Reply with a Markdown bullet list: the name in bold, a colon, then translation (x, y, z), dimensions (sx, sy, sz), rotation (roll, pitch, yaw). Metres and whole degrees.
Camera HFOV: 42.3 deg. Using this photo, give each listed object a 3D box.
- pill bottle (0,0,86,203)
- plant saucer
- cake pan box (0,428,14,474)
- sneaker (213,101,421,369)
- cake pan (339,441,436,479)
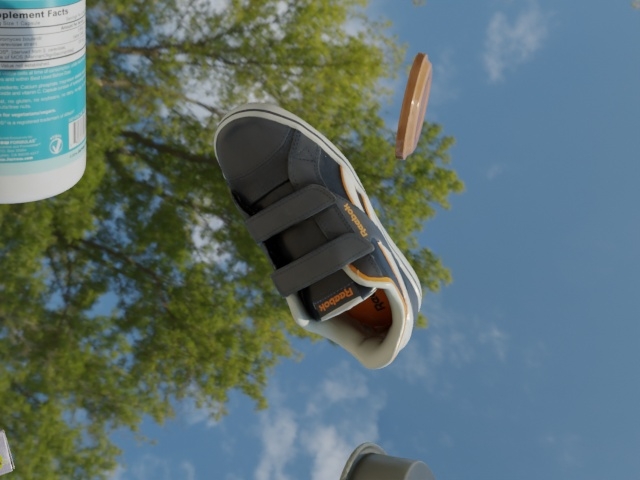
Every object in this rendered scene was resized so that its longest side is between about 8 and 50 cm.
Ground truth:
- **pill bottle**: translation (-0.281, -0.177, 0.724), dimensions (0.146, 0.146, 0.264), rotation (29, -57, 36)
- **plant saucer**: translation (0.074, -0.103, 0.642), dimensions (0.013, 0.083, 0.084), rotation (14, -103, 10)
- **cake pan box**: translation (-0.598, 0.343, 1.228), dimensions (0.267, 0.245, 0.070), rotation (-19, -96, 63)
- **sneaker**: translation (0.000, 0.000, 0.881), dimensions (0.126, 0.321, 0.127), rotation (-32, -159, 28)
- **cake pan**: translation (0.076, 0.332, 0.750), dimensions (0.054, 0.293, 0.293), rotation (-8, -114, 18)
